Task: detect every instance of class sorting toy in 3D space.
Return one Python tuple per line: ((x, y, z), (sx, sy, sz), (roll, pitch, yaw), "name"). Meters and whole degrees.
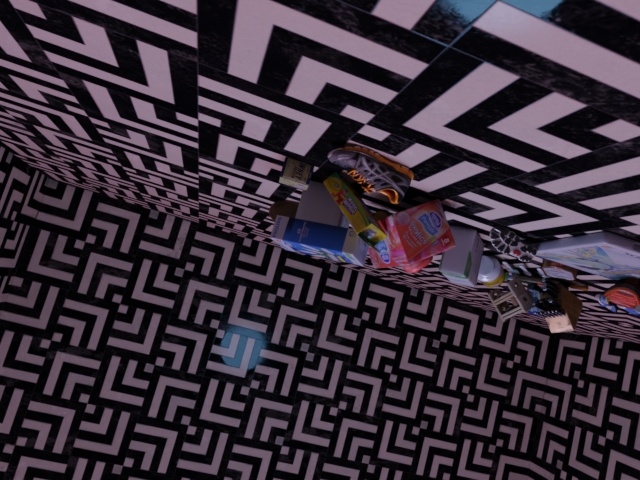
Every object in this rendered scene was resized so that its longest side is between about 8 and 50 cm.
((0.889, 0.182, 2.012), (0.347, 0.047, 0.196), (8, 174, 40), "sorting toy")

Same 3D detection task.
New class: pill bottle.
((0.636, 0.114, 1.886), (0.103, 0.103, 0.184), (10, 171, 31), "pill bottle")

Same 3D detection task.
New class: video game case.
((0.803, 0.051, 1.380), (0.299, 0.036, 0.329), (17, 172, -7), "video game case")

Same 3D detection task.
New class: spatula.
((0.785, 0.113, 1.887), (0.168, 0.019, 0.242), (12, 173, 32), "spatula")

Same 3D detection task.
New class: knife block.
((0.905, 0.218, 1.914), (0.088, 0.242, 0.275), (-17, -168, 42), "knife block")

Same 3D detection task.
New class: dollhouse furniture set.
((0.785, 0.214, 1.956), (0.183, 0.129, 0.129), (-17, 161, -30), "dollhouse furniture set")

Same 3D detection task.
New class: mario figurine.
((0.281, -0.020, 1.740), (0.320, 0.170, 0.198), (33, -160, -32), "mario figurine")

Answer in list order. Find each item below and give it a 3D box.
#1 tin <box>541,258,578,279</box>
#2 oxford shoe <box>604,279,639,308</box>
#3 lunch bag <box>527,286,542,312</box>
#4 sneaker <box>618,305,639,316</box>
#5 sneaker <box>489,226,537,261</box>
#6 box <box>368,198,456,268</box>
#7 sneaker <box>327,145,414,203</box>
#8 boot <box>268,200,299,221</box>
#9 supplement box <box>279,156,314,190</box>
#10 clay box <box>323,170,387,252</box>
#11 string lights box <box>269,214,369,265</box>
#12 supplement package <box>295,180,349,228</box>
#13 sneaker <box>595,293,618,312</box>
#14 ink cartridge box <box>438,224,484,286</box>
((0.818, 0.100, 1.698), (0.106, 0.040, 0.189), (5, 168, 32), "tin")
((0.951, 0.148, 1.548), (0.096, 0.098, 0.271), (21, 179, 30), "oxford shoe")
((1.013, 0.279, 2.203), (0.151, 0.129, 0.096), (14, 173, -5), "lunch bag")
((1.233, 0.262, 1.914), (0.084, 0.058, 0.152), (24, 174, -16), "sneaker")
((0.558, 0.009, 1.470), (0.169, 0.068, 0.071), (29, -166, -22), "sneaker")
((0.243, -0.012, 1.447), (0.154, 0.142, 0.300), (-20, 179, -14), "box")
((0.114, -0.152, 1.140), (0.214, 0.083, 0.084), (19, 173, -15), "sneaker")
((-0.046, -0.077, 1.954), (0.283, 0.109, 0.220), (7, 174, 10), "boot")
((-0.067, -0.181, 1.369), (0.083, 0.056, 0.083), (16, 172, -6), "supplement box")
((0.102, -0.074, 1.340), (0.222, 0.053, 0.127), (58, -166, 27), "clay box")
((0.000, 0.000, 1.455), (0.259, 0.077, 0.133), (11, 166, 22), "string lights box")
((0.016, -0.086, 1.588), (0.139, 0.134, 0.244), (13, 172, 11), "supplement package")
((1.158, 0.247, 2.001), (0.144, 0.053, 0.059), (32, 163, -35), "sneaker")
((0.466, 0.056, 1.629), (0.093, 0.154, 0.212), (11, 171, 29), "ink cartridge box")
